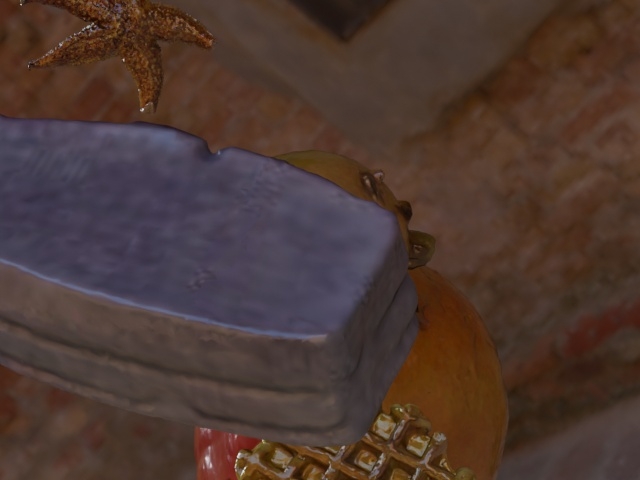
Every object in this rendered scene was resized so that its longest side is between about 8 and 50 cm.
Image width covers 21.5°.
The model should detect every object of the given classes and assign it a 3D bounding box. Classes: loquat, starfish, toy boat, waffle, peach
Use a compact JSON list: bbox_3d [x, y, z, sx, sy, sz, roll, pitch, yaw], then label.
[{"bbox_3d":[0.000,0.000,1.422,0.172,0.204,0.149,128,140,-70],"label":"loquat"},{"bbox_3d":[-0.239,-0.265,2.001,0.227,0.240,0.043,-6,11,-11],"label":"starfish"},{"bbox_3d":[-0.096,0.011,0.794,0.078,0.283,0.127,90,-159,-45],"label":"toy boat"},{"bbox_3d":[0.026,0.199,1.278,0.192,0.160,0.046,-10,-17,7],"label":"waffle"},{"bbox_3d":[0.027,0.193,1.613,0.373,0.290,0.372,-174,90,-69],"label":"peach"}]
